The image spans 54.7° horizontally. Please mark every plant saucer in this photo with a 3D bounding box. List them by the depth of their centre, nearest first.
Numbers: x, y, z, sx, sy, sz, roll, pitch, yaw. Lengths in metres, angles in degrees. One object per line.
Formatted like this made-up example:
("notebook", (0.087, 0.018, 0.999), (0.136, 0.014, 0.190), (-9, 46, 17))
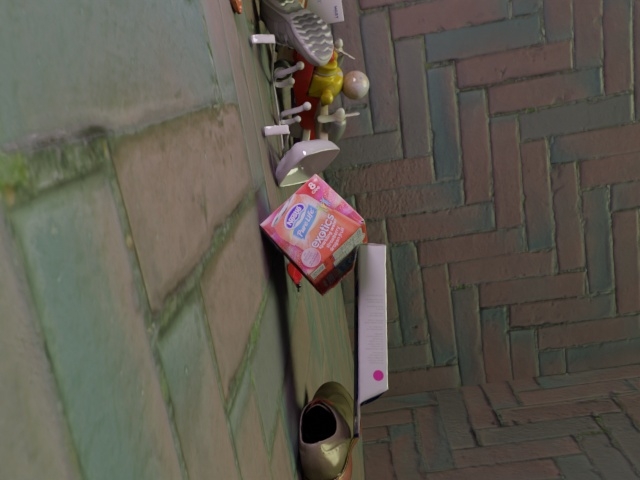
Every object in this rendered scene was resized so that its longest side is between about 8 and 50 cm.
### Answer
("plant saucer", (-0.173, -0.497, 1.241), (0.083, 0.013, 0.084), (-8, 90, -85))

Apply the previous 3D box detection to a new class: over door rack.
("over door rack", (-0.081, -0.339, 1.541), (0.324, 0.108, 0.240), (42, 38, -83))

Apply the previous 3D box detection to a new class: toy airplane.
("toy airplane", (-0.061, 0.053, 1.536), (0.151, 0.028, 0.151), (-9, 90, -85))
("toy airplane", (0.015, -0.439, 1.884), (0.384, 0.272, 0.386), (-52, 136, -82))

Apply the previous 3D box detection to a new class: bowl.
("bowl", (-0.038, -0.196, 1.504), (0.142, 0.142, 0.053), (-19, 73, -45))

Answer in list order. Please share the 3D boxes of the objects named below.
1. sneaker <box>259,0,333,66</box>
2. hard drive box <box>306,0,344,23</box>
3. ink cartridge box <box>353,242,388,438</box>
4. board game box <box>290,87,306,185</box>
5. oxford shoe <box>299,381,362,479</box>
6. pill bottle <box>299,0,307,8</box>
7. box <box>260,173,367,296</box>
("sneaker", (-0.065, -0.534, 1.591), (0.281, 0.105, 0.115), (56, -36, 23))
("hard drive box", (-0.052, -0.773, 1.968), (0.089, 0.232, 0.181), (-90, 170, -66))
("ink cartridge box", (0.098, 0.207, 1.255), (0.176, 0.069, 0.371), (91, 3, -71))
("board game box", (-0.065, -0.382, 2.278), (0.208, 0.056, 0.347), (83, 1, -48))
("oxford shoe", (0.019, 0.380, 1.323), (0.348, 0.123, 0.130), (-85, 164, -73))
("pill bottle", (-0.095, -0.720, 1.817), (0.121, 0.121, 0.216), (76, 16, -50))
("box", (0.000, 0.000, 1.293), (0.142, 0.154, 0.300), (46, -3, 13))
